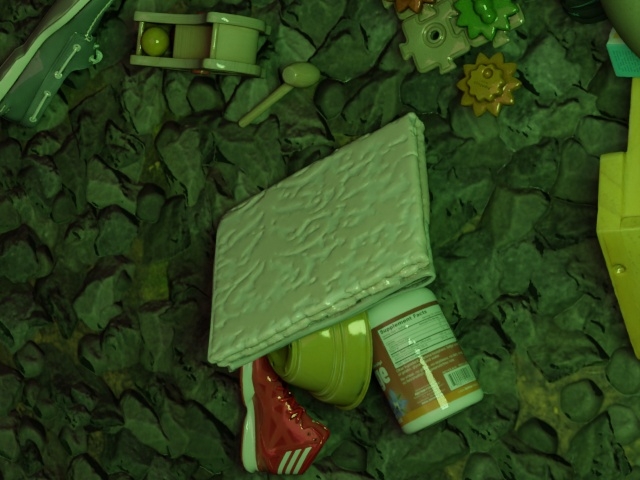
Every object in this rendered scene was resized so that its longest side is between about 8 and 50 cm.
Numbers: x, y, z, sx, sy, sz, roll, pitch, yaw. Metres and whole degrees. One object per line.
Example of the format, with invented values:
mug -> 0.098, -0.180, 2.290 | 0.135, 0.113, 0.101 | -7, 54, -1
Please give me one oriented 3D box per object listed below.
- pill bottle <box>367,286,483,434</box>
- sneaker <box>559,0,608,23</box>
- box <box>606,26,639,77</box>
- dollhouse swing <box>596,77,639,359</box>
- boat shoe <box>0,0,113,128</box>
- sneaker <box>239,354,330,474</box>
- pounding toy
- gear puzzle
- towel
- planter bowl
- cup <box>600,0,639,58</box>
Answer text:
pill bottle -> 0.120, 0.140, 1.729 | 0.121, 0.121, 0.216 | -31, 78, 24
sneaker -> 0.403, -0.365, 1.584 | 0.267, 0.106, 0.101 | -41, 72, 20
box -> 0.470, -0.243, 1.518 | 0.244, 0.060, 0.100 | 7, 58, 33
dollhouse swing -> 0.539, -0.061, 1.553 | 0.347, 0.305, 0.315 | -5, 131, 26
boat shoe -> -0.390, -0.302, 1.996 | 0.099, 0.116, 0.319 | 39, 105, -26
sneaker -> -0.044, 0.230, 1.845 | 0.128, 0.087, 0.221 | 5, 106, 17
pounding toy -> -0.150, -0.242, 1.830 | 0.270, 0.154, 0.154 | 9, 95, 26
gear puzzle -> 0.163, -0.311, 1.676 | 0.175, 0.044, 0.339 | -24, 76, 24
towel -> 0.000, 0.000, 1.715 | 0.332, 0.053, 0.317 | -26, 36, 20
planter bowl -> -0.019, 0.130, 1.751 | 0.217, 0.090, 0.217 | 29, 123, 60
cup -> 0.414, -0.329, 1.355 | 0.331, 0.237, 0.331 | -2, 87, 33
